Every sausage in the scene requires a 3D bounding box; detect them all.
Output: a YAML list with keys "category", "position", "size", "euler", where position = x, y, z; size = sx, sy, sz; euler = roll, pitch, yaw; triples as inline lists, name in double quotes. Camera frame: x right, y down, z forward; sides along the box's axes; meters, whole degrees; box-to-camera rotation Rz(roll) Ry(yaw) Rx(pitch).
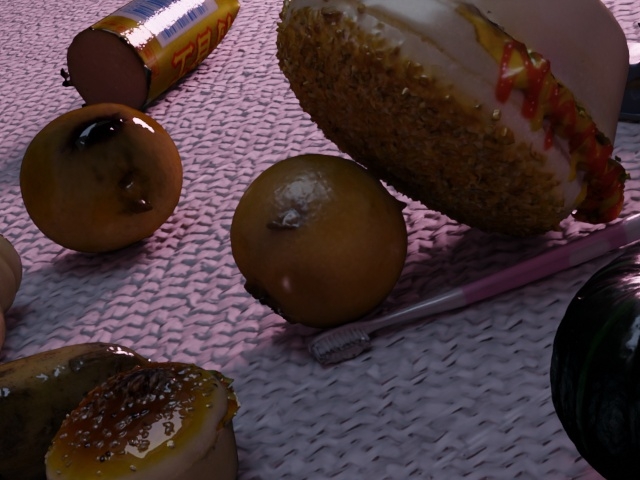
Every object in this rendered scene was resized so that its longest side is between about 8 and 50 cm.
- category: "sausage"
  position: [-0.198, -0.257, 1.898]
  size: [0.125, 0.117, 0.317]
  euler: [-29, 10, 33]

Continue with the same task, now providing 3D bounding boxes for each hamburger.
- category: "hamburger"
  position: [-0.111, 0.129, 0.972]
  size: [0.141, 0.081, 0.126]
  euler: [-32, 27, -31]
- category: "hamburger"
  position: [0.099, -0.117, 1.160]
  size: [0.294, 0.276, 0.179]
  euler: [22, 78, 34]

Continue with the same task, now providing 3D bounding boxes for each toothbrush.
- category: "toothbrush"
  position: [0.126, 0.035, 1.118]
  size: [0.286, 0.020, 0.025]
  euler: [-21, 31, -10]

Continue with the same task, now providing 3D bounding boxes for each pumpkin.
- category: "pumpkin"
  position: [0.225, 0.062, 0.833]
  size: [0.202, 0.140, 0.202]
  euler: [-12, 20, 4]

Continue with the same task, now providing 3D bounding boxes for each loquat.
- category: "loquat"
  position: [0.000, 0.000, 1.136]
  size: [0.141, 0.141, 0.141]
  euler: [-13, 22, 6]
- category: "loquat"
  position: [-0.205, -0.058, 1.403]
  size: [0.163, 0.137, 0.163]
  euler: [-26, 31, 17]

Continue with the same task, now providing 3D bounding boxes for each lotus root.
- category: "lotus root"
  position: [-0.199, 0.121, 1.041]
  size: [0.179, 0.089, 0.080]
  euler: [-20, 41, -27]

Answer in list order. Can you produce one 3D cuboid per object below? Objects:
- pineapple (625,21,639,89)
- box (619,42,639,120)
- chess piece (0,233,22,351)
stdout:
- category: "pineapple"
  position: [0.344, -0.122, 1.222]
  size: [0.130, 0.119, 0.277]
  euler: [-35, 21, 3]
- category: "box"
  position: [0.285, -0.151, 1.401]
  size: [0.074, 0.054, 0.099]
  euler: [-29, 25, -33]
- category: "chess piece"
  position: [-0.303, 0.075, 1.245]
  size: [0.090, 0.090, 0.200]
  euler: [-13, 34, 6]
